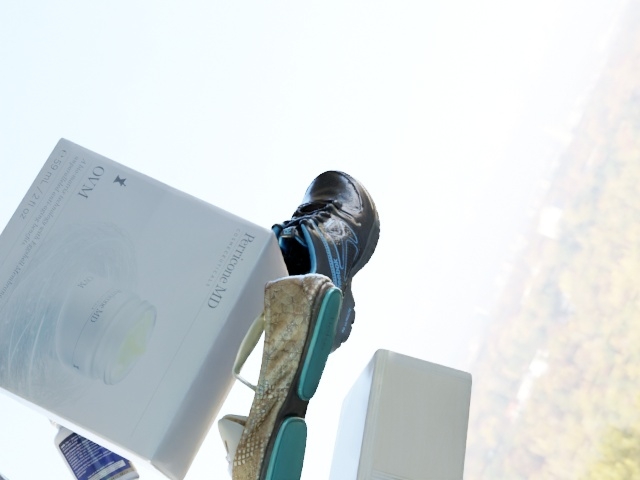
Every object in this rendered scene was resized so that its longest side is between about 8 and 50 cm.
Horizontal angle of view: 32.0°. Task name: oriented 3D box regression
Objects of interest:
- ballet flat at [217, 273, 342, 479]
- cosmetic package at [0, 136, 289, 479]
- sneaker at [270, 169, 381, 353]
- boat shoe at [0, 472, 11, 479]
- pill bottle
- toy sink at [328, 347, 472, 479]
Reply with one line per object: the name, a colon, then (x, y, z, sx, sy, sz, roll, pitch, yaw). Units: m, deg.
ballet flat: (-0.038, 0.123, 0.841, 0.073, 0.067, 0.206, 44, -121, -64)
cosmetic package: (-0.180, 0.064, 1.008, 0.224, 0.224, 0.138, -63, -12, -16)
sneaker: (0.000, 0.000, 1.563, 0.140, 0.125, 0.341, 58, -153, -36)
boat shoe: (-0.452, 0.294, 1.468, 0.049, 0.152, 0.056, -62, 9, -14)
pill bottle: (-0.370, 0.334, 1.795, 0.094, 0.169, 0.094, -32, -14, -9)
toy sink: (0.089, 0.272, 1.293, 0.153, 0.131, 0.234, 115, 169, -53)
